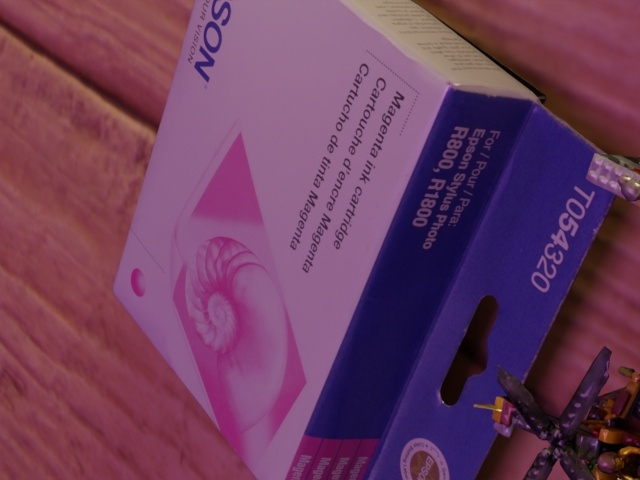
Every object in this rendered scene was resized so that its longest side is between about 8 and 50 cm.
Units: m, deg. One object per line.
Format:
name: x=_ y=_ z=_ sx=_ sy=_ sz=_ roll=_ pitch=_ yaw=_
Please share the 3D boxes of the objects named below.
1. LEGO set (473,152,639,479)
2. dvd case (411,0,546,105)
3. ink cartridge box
LEGO set: x=0.210 y=0.037 z=0.562 sx=0.255 sy=0.192 sz=0.331 roll=46 pitch=123 yaw=42
dvd case: x=0.041 y=-0.033 z=0.907 sx=0.179 sy=0.029 sz=0.239 roll=43 pitch=126 yaw=37
ink cartridge box: x=0.000 y=0.000 z=0.886 sx=0.330 sy=0.071 sz=0.324 roll=46 pitch=128 yaw=37
